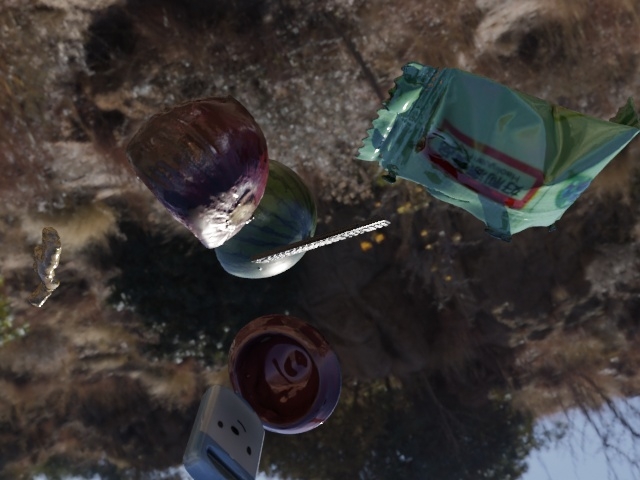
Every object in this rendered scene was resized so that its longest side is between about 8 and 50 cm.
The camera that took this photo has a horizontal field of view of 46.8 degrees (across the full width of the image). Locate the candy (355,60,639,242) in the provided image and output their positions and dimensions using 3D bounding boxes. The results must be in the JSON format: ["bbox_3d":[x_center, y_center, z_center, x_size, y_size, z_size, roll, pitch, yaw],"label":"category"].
[{"bbox_3d":[0.270,-0.150,1.168,0.263,0.397,0.172,117,-15,-48],"label":"candy"}]

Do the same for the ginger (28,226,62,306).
[{"bbox_3d":[-0.729,0.071,1.956,0.075,0.089,0.288,-49,172,-46],"label":"ginger"}]

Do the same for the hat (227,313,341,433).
[{"bbox_3d":[-0.058,0.222,1.244,0.205,0.206,0.089,-25,176,17],"label":"hat"}]

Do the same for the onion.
[{"bbox_3d":[-0.184,-0.133,1.180,0.206,0.216,0.207,-44,165,-8],"label":"onion"}]

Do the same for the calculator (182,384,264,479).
[{"bbox_3d":[-0.135,0.296,1.063,0.039,0.121,0.210,-38,-164,18],"label":"calculator"}]

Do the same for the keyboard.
[{"bbox_3d":[0.000,0.000,1.616,0.309,0.018,0.101,-17,173,11],"label":"keyboard"}]

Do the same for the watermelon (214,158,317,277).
[{"bbox_3d":[-0.121,-0.038,1.977,0.189,0.331,0.330,15,-154,33],"label":"watermelon"}]
